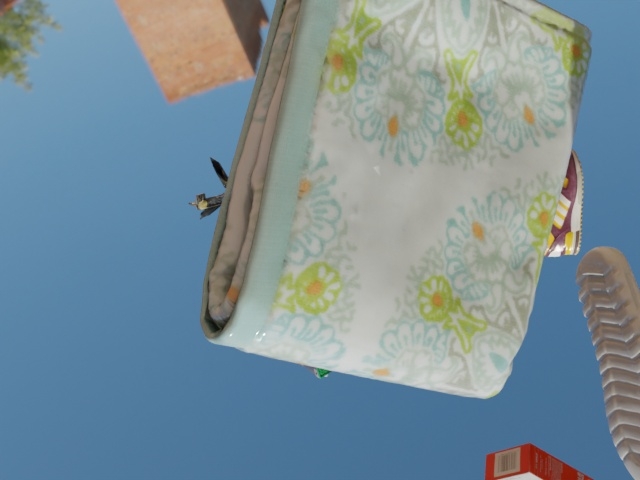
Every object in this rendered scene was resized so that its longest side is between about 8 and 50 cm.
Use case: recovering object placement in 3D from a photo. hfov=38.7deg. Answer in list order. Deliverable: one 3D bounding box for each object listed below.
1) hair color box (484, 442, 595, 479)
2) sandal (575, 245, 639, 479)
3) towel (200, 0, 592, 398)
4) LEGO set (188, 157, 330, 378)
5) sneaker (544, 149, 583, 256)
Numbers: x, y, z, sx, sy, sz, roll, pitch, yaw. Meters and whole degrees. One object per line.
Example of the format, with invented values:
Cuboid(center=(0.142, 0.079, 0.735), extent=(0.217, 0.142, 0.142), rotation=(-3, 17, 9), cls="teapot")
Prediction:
Cuboid(center=(0.351, 0.384, 1.445), extent=(0.093, 0.167, 0.053), rotation=(-31, -142, 43), cls="hair color box")
Cuboid(center=(0.542, 0.205, 1.517), extent=(0.102, 0.417, 0.169), rotation=(-7, 168, -19), cls="sandal")
Cuboid(center=(0.083, -0.063, 0.795), extent=(0.090, 0.320, 0.375), rotation=(12, -94, 59), cls="towel")
Cuboid(center=(0.000, 0.000, 1.179), extent=(0.255, 0.331, 0.192), rotation=(-35, -147, -19), cls="LEGO set")
Cuboid(center=(0.373, -0.062, 1.462), extent=(0.083, 0.186, 0.069), rotation=(-4, -167, 3), cls="sneaker")
